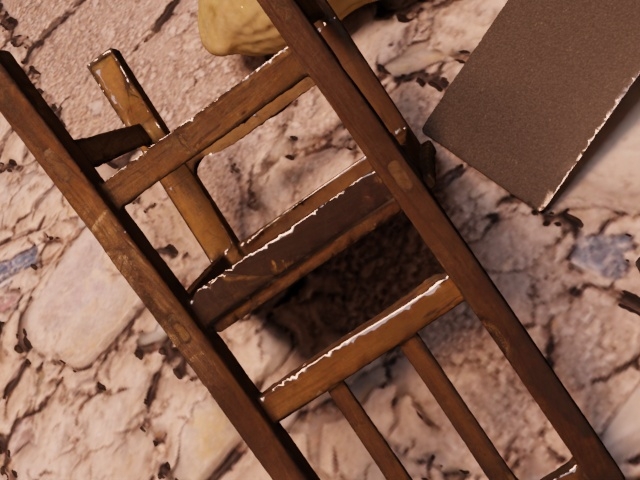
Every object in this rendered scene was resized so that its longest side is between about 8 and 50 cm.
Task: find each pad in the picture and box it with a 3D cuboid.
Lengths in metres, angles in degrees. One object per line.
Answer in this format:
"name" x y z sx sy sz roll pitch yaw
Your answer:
"pad" 0.175 -0.139 0.701 0.211 0.003 0.143 -56 47 9

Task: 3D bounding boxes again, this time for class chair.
"chair" 0.000 0.000 0.656 0.203 0.416 0.240 -34 6 8

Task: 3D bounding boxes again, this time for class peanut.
"peanut" 0.001 -0.245 0.835 0.256 0.123 0.124 -23 53 22

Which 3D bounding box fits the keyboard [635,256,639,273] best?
"keyboard" 0.276 0.001 0.585 0.155 0.010 0.053 -26 51 16
